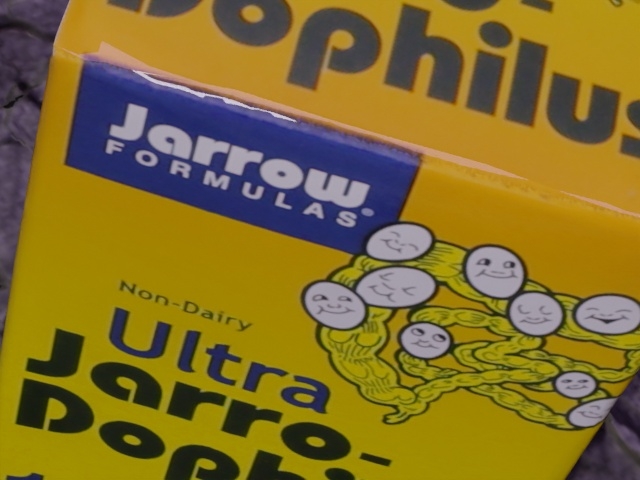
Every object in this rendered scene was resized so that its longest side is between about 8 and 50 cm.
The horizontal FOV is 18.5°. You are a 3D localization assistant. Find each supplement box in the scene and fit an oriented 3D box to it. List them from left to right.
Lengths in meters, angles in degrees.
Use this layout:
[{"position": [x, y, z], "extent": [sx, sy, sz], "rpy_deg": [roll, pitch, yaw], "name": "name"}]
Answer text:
[{"position": [0.000, 0.000, 0.715], "extent": [0.194, 0.356, 0.195], "rpy_deg": [16, 53, -3], "name": "supplement box"}]
